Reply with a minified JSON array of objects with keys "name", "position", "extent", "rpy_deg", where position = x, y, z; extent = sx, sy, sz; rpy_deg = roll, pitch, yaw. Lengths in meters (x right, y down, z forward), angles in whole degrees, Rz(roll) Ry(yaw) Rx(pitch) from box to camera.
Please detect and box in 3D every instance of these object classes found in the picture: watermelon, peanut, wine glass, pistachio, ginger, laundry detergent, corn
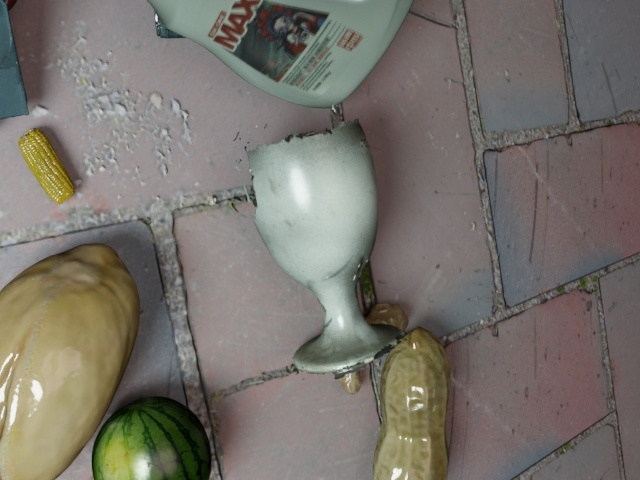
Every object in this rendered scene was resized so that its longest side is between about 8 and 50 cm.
[{"name":"watermelon","position":[-0.201,0.286,0.811],"extent":[0.141,0.141,0.187],"rpy_deg":[-16,101,-36]},{"name":"peanut","position":[0.153,0.290,1.081],"extent":[0.136,0.120,0.298],"rpy_deg":[36,59,-78]},{"name":"wine glass","position":[0.005,0.001,0.936],"extent":[0.191,0.190,0.356],"rpy_deg":[-22,102,-35]},{"name":"pistachio","position":[-0.297,0.136,0.731],"extent":[0.162,0.181,0.292],"rpy_deg":[17,73,3]},{"name":"ginger","position":[0.080,0.165,1.076],"extent":[0.173,0.051,0.069],"rpy_deg":[-46,114,-22]},{"name":"laundry detergent","position":[-0.083,-0.323,0.834],"extent":[0.398,0.264,0.124],"rpy_deg":[11,46,-39]},{"name":"corn","position":[-0.325,-0.087,0.788],"extent":[0.037,0.037,0.092],"rpy_deg":[-38,113,-31]}]

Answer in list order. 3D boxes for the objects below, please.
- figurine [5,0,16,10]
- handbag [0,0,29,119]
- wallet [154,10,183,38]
[{"name":"figurine","position":[-0.439,-0.280,0.667],"extent":[0.234,0.127,0.185],"rpy_deg":[-49,132,-37]},{"name":"handbag","position":[-0.421,-0.166,0.660],"extent":[0.229,0.062,0.179],"rpy_deg":[-26,145,-31]},{"name":"wallet","position":[-0.170,-0.324,0.910],"extent":[0.129,0.026,0.088],"rpy_deg":[-15,110,-37]}]
